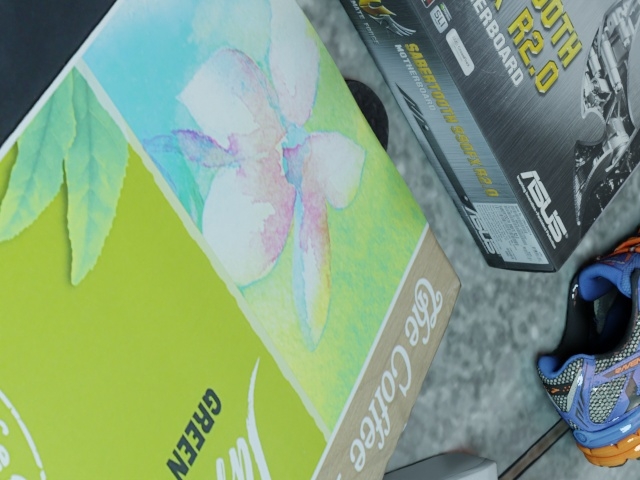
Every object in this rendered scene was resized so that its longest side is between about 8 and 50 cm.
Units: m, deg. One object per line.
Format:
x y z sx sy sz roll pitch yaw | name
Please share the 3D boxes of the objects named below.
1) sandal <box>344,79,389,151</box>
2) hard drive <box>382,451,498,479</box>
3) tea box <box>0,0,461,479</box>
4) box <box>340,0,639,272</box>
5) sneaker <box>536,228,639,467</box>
0.000 0.000 0.875 0.067 0.040 0.179 37 53 -43 | sandal
0.021 0.315 0.899 0.233 0.047 0.353 -13 101 -41 | hard drive
-0.153 0.020 0.554 0.323 0.220 0.329 58 39 -28 | tea box
0.116 -0.125 0.956 0.183 0.056 0.231 -48 122 -29 | box
0.205 0.029 1.032 0.087 0.083 0.221 43 61 -26 | sneaker
